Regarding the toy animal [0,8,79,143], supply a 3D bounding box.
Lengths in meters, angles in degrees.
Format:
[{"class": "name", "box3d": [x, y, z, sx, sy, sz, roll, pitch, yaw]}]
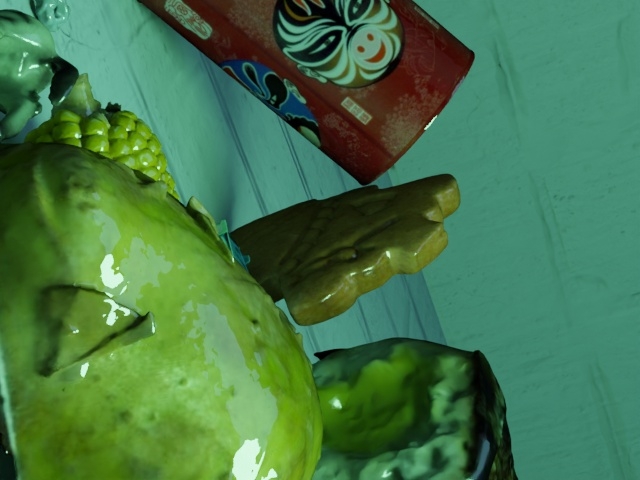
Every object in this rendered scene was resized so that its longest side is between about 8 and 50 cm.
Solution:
[{"class": "toy animal", "box3d": [-0.233, -0.133, 0.807, 0.176, 0.217, 0.073, -33, 145, -63]}]

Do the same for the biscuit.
[{"class": "biscuit", "box3d": [0.000, 0.000, 1.429, 0.284, 0.306, 0.043, -42, 121, -40]}]

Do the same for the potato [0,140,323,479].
[{"class": "potato", "box3d": [-0.102, 0.073, 0.805, 0.246, 0.196, 0.299, -136, -143, -72]}]

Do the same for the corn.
[{"class": "corn", "box3d": [-0.152, 0.032, 0.996, 0.119, 0.119, 0.321, -49, 126, -77]}]

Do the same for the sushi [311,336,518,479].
[{"class": "sushi", "box3d": [0.060, 0.267, 1.266, 0.281, 0.299, 0.294, -63, 140, -33]}]

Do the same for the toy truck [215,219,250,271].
[{"class": "toy truck", "box3d": [-0.129, 0.006, 1.296, 0.175, 0.067, 0.081, 50, 20, -56]}]

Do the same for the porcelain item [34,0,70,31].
[{"class": "porcelain item", "box3d": [-0.244, -0.221, 1.135, 0.036, 0.028, 0.083, -57, 133, -54]}]

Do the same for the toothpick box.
[{"class": "toothpick box", "box3d": [-0.016, -0.241, 1.467, 0.333, 0.204, 0.204, 40, 18, -8]}]
